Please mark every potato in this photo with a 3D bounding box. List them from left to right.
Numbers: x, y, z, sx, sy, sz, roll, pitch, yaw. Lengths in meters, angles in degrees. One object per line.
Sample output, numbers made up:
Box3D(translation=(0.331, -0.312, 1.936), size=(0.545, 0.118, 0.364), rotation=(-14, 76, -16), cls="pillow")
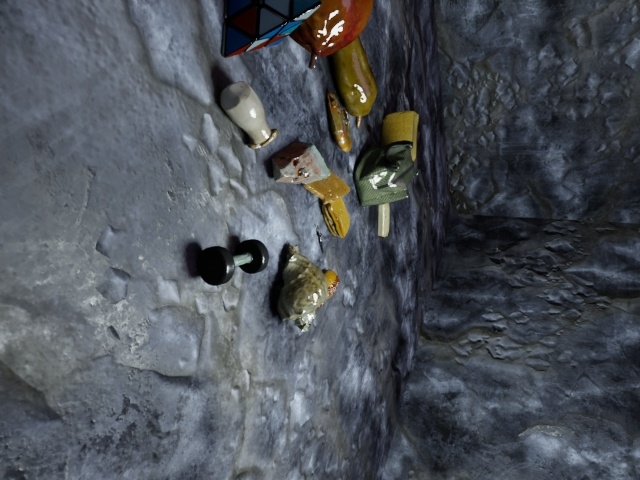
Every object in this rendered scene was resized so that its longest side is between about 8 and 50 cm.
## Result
Box3D(translation=(0.129, -0.664, 1.622), size=(0.195, 0.176, 0.369), rotation=(-39, 128, -25), cls="potato")

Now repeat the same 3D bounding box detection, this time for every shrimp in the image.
Box3D(translation=(0.080, -0.470, 1.644), size=(0.150, 0.068, 0.248), rotation=(-72, 149, -47), cls="shrimp")

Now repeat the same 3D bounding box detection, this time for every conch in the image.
Box3D(translation=(-0.047, 0.163, 1.417), size=(0.210, 0.159, 0.291), rotation=(-1, 93, -62), cls="conch")

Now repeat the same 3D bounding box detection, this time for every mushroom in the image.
Box3D(translation=(-0.192, -0.335, 1.122), size=(0.097, 0.088, 0.212), rotation=(-61, 152, -22), cls="mushroom")

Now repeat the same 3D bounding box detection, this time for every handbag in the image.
Box3D(translation=(0.319, -0.324, 1.962), size=(0.340, 0.240, 0.247), rotation=(-55, 137, -42), cls="handbag")

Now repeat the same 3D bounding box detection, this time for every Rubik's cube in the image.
Box3D(translation=(-0.188, -0.559, 1.126), size=(0.234, 0.284, 0.250), rotation=(-55, 179, -14), cls="Rubik's cube")

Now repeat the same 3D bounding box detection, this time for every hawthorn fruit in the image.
Box3D(translation=(0.008, -0.718, 1.231), size=(0.324, 0.308, 0.308), rotation=(-59, 144, -36), cls="hawthorn fruit")

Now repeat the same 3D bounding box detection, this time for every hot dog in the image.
Box3D(translation=(0.014, 0.193, 1.634), size=(0.249, 0.076, 0.102), rotation=(-40, 126, -53), cls="hot dog")

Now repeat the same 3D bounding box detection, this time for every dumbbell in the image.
Box3D(translation=(-0.228, 0.054, 1.108), size=(0.191, 0.100, 0.100), rotation=(-15, 108, -61), cls="dumbbell")

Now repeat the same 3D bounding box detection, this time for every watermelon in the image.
Box3D(translation=(-0.078, -0.247, 1.356), size=(0.241, 0.094, 0.154), rotation=(-34, 104, -51), cls="watermelon")

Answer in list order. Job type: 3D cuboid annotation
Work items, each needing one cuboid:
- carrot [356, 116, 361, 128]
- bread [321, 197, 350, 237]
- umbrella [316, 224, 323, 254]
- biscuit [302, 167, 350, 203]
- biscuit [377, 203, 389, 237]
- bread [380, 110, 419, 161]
Box3D(translation=(0.176, -0.610, 1.846), size=(0.048, 0.048, 0.216), rotation=(-28, 125, -59), cls="carrot")
Box3D(translation=(0.061, -0.107, 1.670), size=(0.116, 0.077, 0.200), rotation=(-62, 144, -34), cls="bread")
Box3D(translation=(0.000, -0.003, 1.637), size=(0.022, 0.022, 0.148), rotation=(-90, 172, -48), cls="umbrella")
Box3D(translation=(0.021, -0.209, 1.554), size=(0.250, 0.035, 0.162), rotation=(7, 72, -42), cls="biscuit")
Box3D(translation=(0.339, -0.111, 2.242), size=(0.056, 0.052, 0.188), rotation=(-10, 104, -45), cls="biscuit")
Box3D(translation=(0.411, -0.524, 2.165), size=(0.114, 0.185, 0.274), rotation=(7, 87, -59), cls="bread")
